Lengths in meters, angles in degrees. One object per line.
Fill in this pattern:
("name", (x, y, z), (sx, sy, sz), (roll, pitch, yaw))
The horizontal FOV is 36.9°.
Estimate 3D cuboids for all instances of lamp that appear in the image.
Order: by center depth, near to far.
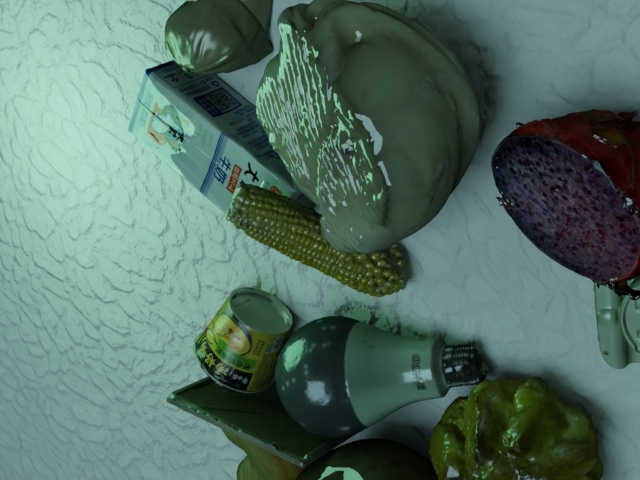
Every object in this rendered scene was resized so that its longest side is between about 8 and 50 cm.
("lamp", (0.076, 0.180, 1.423), (0.313, 0.182, 0.182), (-26, 94, 26))

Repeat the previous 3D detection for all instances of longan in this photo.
("longan", (0.084, 0.451, 1.421), (0.288, 0.350, 0.288), (0, 118, 0))

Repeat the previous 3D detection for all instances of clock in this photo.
("clock", (0.429, 0.090, 1.151), (0.191, 0.062, 0.152), (4, 114, 37))

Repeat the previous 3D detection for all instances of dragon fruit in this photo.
("dragon fruit", (0.326, -0.073, 1.111), (0.223, 0.148, 0.218), (34, 154, 30))

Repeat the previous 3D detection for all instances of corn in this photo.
("corn", (0.000, 0.000, 1.360), (0.288, 0.086, 0.086), (26, 136, -19))

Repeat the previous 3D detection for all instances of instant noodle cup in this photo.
("instant noodle cup", (-0.118, 0.158, 1.578), (0.151, 0.151, 0.122), (40, 119, 16))

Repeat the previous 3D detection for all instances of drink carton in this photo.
("drink carton", (-0.143, -0.137, 1.465), (0.315, 0.106, 0.131), (41, 132, 15))

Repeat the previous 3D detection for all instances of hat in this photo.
("hat", (-0.160, -0.342, 1.372), (0.166, 0.144, 0.173), (24, 147, 26))

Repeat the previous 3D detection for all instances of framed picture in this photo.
("framed picture", (-0.078, 0.270, 1.549), (0.281, 0.209, 0.019), (19, 111, 33))

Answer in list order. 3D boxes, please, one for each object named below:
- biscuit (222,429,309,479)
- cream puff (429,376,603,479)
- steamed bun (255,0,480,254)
("biscuit", (-0.087, 0.402, 1.664), (0.290, 0.062, 0.237), (15, 125, 58))
("cream puff", (0.269, 0.304, 1.319), (0.244, 0.196, 0.244), (2, 116, 4))
("steamed bun", (0.078, -0.148, 1.219), (0.310, 0.219, 0.324), (59, 160, 18))
